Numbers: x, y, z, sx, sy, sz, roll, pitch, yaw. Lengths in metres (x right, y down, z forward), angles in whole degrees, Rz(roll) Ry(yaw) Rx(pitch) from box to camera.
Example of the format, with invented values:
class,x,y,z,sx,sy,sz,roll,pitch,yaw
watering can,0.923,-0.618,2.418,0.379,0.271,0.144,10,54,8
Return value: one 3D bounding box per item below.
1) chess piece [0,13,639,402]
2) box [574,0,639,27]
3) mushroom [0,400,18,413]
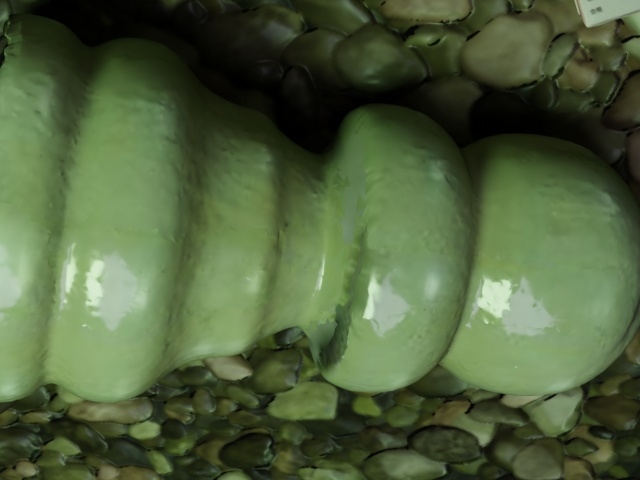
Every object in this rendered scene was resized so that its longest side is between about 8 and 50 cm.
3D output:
class,x,y,z,sx,sy,sz,roll,pitch,yaw
chess piece,0.000,0.000,0.601,0.330,0.182,0.182,6,131,-11
box,0.162,-0.156,0.530,0.125,0.043,0.089,-15,128,15
mushroom,-0.227,0.050,0.686,0.188,0.117,0.141,-13,140,7
